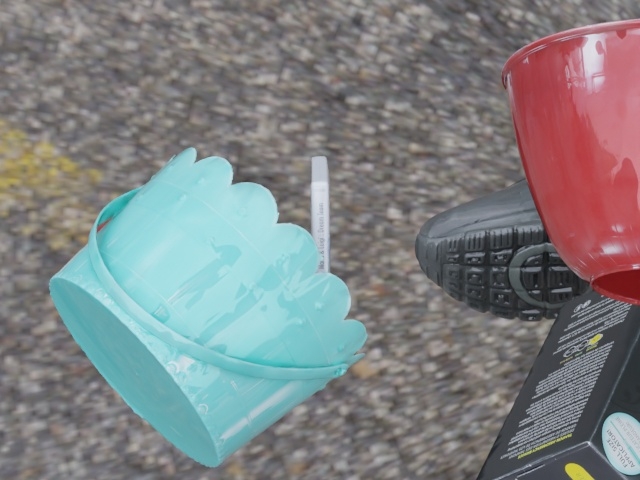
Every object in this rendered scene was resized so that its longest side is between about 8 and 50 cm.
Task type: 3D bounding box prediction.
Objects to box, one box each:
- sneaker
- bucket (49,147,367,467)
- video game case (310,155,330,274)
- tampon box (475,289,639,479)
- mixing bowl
[{"bbox_3d":[0.203,-0.025,1.376,0.286,0.109,0.130,-9,51,-13],"label":"sneaker"},{"bbox_3d":[-0.113,0.068,1.758,0.281,0.281,0.183,43,70,13],"label":"bucket"},{"bbox_3d":[0.000,0.000,1.802,0.019,0.157,0.143,-1,102,0],"label":"video game case"},{"bbox_3d":[0.185,0.111,1.053,0.120,0.161,0.101,44,139,-13],"label":"tampon box"},{"bbox_3d":[0.169,-0.024,0.834,0.181,0.181,0.098,2,77,17],"label":"mixing bowl"}]
